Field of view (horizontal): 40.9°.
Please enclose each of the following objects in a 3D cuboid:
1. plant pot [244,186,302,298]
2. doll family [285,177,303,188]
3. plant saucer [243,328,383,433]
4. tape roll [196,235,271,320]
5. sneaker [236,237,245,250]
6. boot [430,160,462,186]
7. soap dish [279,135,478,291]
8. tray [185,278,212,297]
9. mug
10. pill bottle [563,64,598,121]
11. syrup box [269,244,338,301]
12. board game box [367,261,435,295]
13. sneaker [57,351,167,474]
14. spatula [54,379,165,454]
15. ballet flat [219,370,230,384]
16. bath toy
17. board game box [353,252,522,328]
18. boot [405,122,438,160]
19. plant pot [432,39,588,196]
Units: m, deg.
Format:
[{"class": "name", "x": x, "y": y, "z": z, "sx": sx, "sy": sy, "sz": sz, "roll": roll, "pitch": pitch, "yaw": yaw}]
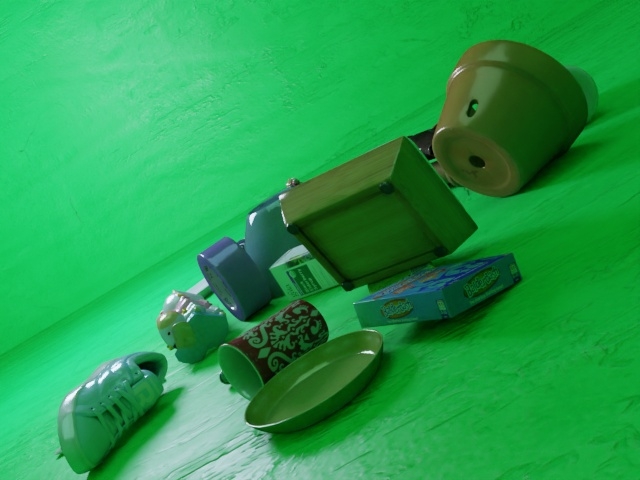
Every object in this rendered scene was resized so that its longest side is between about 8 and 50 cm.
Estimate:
[{"class": "plant pot", "x": -0.072, "y": -0.016, "z": 2.098, "sx": 0.290, "sy": 0.195, "sz": 0.290, "roll": -30, "pitch": 11, "yaw": 7}, {"class": "doll family", "x": -0.012, "y": -0.086, "z": 2.275, "sx": 0.163, "sy": 0.118, "sz": 0.263, "roll": 11, "pitch": -3, "yaw": 29}, {"class": "plant saucer", "x": -0.003, "y": 0.216, "z": 1.281, "sx": 0.241, "sy": 0.037, "sz": 0.241, "roll": -31, "pitch": 10, "yaw": 6}, {"class": "tape roll", "x": -0.202, "y": 0.089, "z": 1.995, "sx": 0.080, "sy": 0.189, "sz": 0.189, "roll": -36, "pitch": 12, "yaw": -20}, {"class": "sneaker", "x": -0.206, "y": 0.050, "z": 2.434, "sx": 0.153, "sy": 0.099, "sz": 0.282, "roll": -30, "pitch": 13, "yaw": -21}, {"class": "boot", "x": 0.284, "y": -0.150, "z": 2.041, "sx": 0.269, "sy": 0.089, "sz": 0.236, "roll": -19, "pitch": 3, "yaw": 45}, {"class": "soap dish", "x": 0.094, "y": -0.036, "z": 1.524, "sx": 0.291, "sy": 0.229, "sz": 0.118, "roll": -23, "pitch": 31, "yaw": 36}, {"class": "tray", "x": -0.327, "y": 0.127, "z": 2.603, "sx": 0.270, "sy": 0.030, "sz": 0.145, "roll": -39, "pitch": 14, "yaw": -34}, {"class": "mug", "x": -0.085, "y": 0.183, "z": 1.472, "sx": 0.169, "sy": 0.113, "sz": 0.150, "roll": -35, "pitch": 12, "yaw": -34}, {"class": "pill bottle", "x": 0.527, "y": -0.328, "z": 1.994, "sx": 0.146, "sy": 0.146, "sz": 0.264, "roll": -32, "pitch": 10, "yaw": -1}, {"class": "syrup box", "x": 0.010, "y": 0.047, "z": 1.855, "sx": 0.237, "sy": 0.093, "sz": 0.096, "roll": -22, "pitch": 15, "yaw": 41}, {"class": "board game box", "x": 0.145, "y": 0.057, "z": 1.599, "sx": 0.124, "sy": 0.039, "sz": 0.259, "roll": -30, "pitch": 14, "yaw": 5}, {"class": "sneaker", "x": -0.392, "y": 0.308, "z": 1.676, "sx": 0.150, "sy": 0.135, "sz": 0.366, "roll": -25, "pitch": 18, "yaw": 12}, {"class": "spatula", "x": -0.452, "y": 0.377, "z": 1.854, "sx": 0.242, "sy": 0.019, "sz": 0.168, "roll": -25, "pitch": 11, "yaw": 10}, {"class": "ballet flat", "x": -0.142, "y": 0.231, "z": 1.604, "sx": 0.114, "sy": 0.041, "sz": 0.041, "roll": -34, "pitch": 11, "yaw": -21}, {"class": "bath toy", "x": -0.320, "y": 0.200, "z": 2.030, "sx": 0.151, "sy": 0.129, "sz": 0.348, "roll": 12, "pitch": 1, "yaw": -17}, {"class": "board game box", "x": 0.174, "y": 0.078, "z": 1.305, "sx": 0.160, "sy": 0.047, "sz": 0.210, "roll": -23, "pitch": 4, "yaw": -35}, {"class": "boot", "x": 0.315, "y": -0.238, "z": 2.084, "sx": 0.248, "sy": 0.090, "sz": 0.207, "roll": -18, "pitch": 12, "yaw": -22}, {"class": "plant pot", "x": 0.359, "y": -0.225, "z": 1.721, "sx": 0.203, "sy": 0.291, "sz": 0.291, "roll": -55, "pitch": 20, "yaw": -25}]
